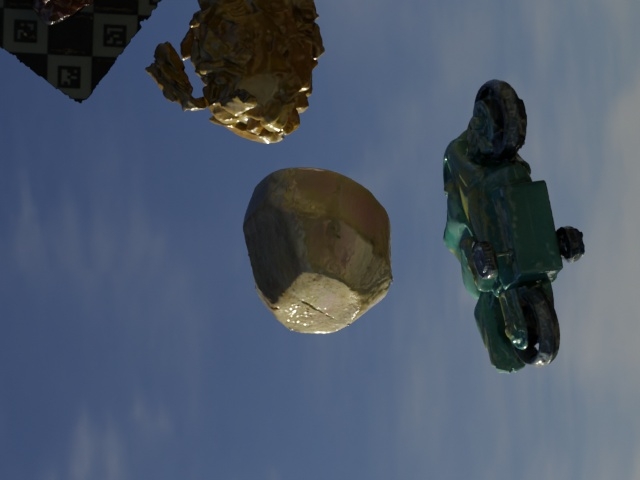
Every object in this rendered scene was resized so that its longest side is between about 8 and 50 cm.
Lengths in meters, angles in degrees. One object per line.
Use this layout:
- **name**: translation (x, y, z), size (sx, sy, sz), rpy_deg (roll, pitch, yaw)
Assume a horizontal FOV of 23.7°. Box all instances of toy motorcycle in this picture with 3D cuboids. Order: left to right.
- **toy motorcycle**: translation (0.181, -0.008, 1.592), size (0.198, 0.109, 0.296), rpy_deg (145, 115, -71)

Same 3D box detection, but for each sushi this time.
- **sushi**: translation (-0.270, -0.292, 1.587), size (0.220, 0.231, 0.047), rpy_deg (37, -174, -13)

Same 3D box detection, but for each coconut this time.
- **coconut**: translation (0.000, 0.000, 2.112), size (0.237, 0.197, 0.236), rpy_deg (-7, -90, -74)

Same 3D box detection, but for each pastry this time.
- **pastry**: translation (-0.072, -0.202, 1.447), size (0.102, 0.154, 0.250), rpy_deg (123, 161, -53)
